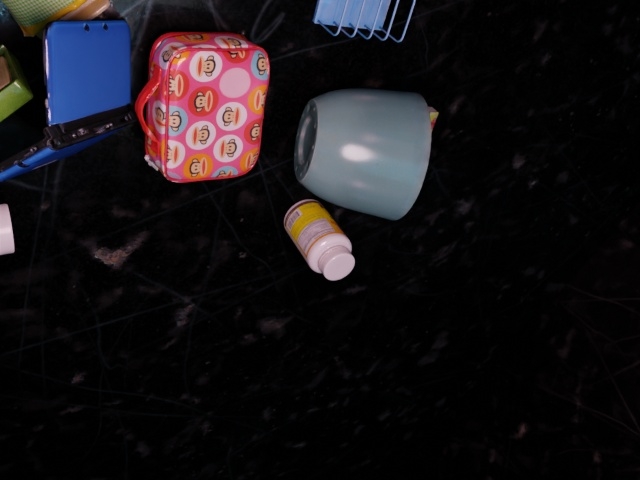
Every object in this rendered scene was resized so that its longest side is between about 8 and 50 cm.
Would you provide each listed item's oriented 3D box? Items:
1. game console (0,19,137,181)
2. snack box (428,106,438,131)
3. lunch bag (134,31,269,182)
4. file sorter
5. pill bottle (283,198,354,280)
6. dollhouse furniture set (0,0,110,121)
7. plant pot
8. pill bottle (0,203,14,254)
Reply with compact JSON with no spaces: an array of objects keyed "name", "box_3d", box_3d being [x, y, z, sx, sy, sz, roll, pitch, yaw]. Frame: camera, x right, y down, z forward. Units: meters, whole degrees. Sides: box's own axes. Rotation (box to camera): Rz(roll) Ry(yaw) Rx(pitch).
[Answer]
[{"name":"game console","box_3d":[-0.451,-0.245,1.171,0.250,0.293,0.173,-23,102,16]},{"name":"snack box","box_3d":[0.229,-0.269,1.711,0.100,0.037,0.141,-6,130,-26]},{"name":"lunch bag","box_3d":[-0.242,-0.259,1.342,0.258,0.120,0.293,-12,128,-35]},{"name":"file sorter","box_3d":[0.092,-0.481,1.388,0.170,0.104,0.118,-4,128,-29]},{"name":"pill bottle","box_3d":[0.000,0.000,1.675,0.117,0.215,0.117,-17,135,-18]},{"name":"dollhouse furniture set","box_3d":[-0.498,-0.364,1.085,0.301,0.151,0.197,-37,137,1]},{"name":"plant pot","box_3d":[0.075,-0.205,1.506,0.235,0.293,0.293,7,124,-16]},{"name":"pill bottle","box_3d":[-0.705,-0.012,1.292,0.209,0.119,0.119,-8,131,-26]}]
